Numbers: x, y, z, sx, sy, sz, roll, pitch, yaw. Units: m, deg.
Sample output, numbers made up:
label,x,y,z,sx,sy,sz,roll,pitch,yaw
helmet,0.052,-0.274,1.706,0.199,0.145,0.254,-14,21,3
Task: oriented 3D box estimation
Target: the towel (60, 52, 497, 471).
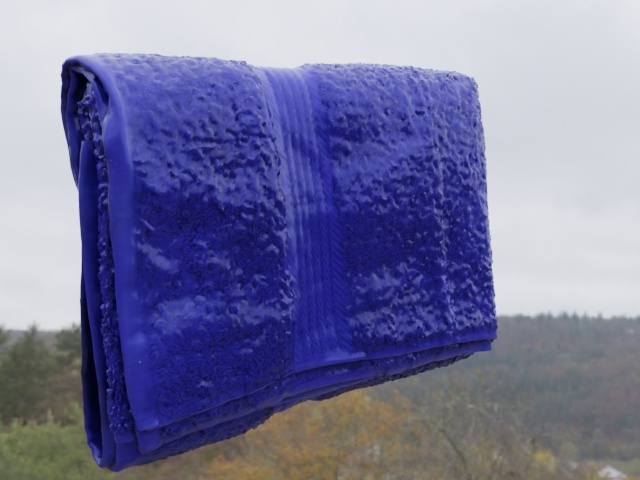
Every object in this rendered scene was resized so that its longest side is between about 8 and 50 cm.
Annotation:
label,x,y,z,sx,sy,sz,roll,pitch,yaw
towel,0.000,0.000,0.483,0.308,0.227,0.076,-9,10,-39
